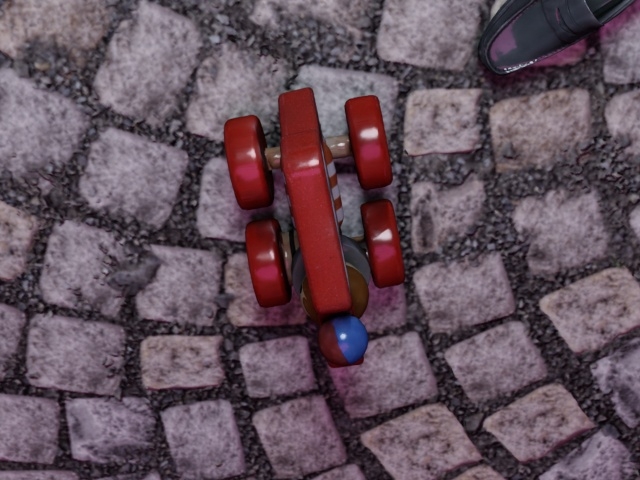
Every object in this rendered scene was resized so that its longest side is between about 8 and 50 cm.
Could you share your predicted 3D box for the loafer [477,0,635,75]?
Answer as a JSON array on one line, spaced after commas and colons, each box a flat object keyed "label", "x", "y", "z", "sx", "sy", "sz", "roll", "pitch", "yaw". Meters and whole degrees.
[{"label": "loafer", "x": 0.258, "y": -0.243, "z": 1.224, "sx": 0.223, "sy": 0.078, "sz": 0.076, "roll": -35, "pitch": 113, "yaw": 15}]

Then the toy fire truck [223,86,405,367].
[{"label": "toy fire truck", "x": 0.000, "y": 0.000, "z": 1.244, "sx": 0.169, "sy": 0.254, "sz": 0.302, "roll": -9, "pitch": 118, "yaw": 3}]
